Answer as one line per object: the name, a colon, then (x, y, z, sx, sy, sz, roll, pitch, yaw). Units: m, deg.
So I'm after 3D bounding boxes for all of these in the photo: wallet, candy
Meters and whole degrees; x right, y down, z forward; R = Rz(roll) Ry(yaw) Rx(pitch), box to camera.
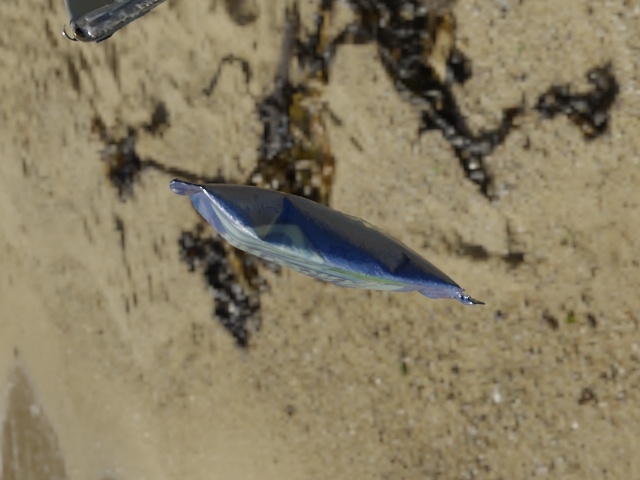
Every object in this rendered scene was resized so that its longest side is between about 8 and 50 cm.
wallet: (-0.237, -0.331, 1.541, 0.231, 0.170, 0.069, -109, -6, -45)
candy: (0.000, 0.000, 1.332, 0.187, 0.331, 0.077, 178, 112, -83)
